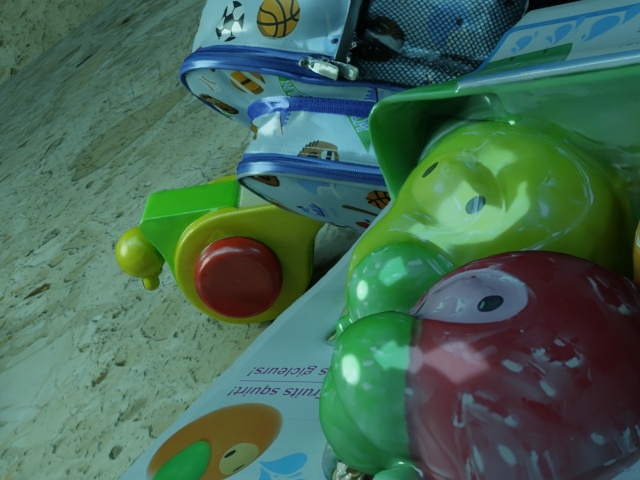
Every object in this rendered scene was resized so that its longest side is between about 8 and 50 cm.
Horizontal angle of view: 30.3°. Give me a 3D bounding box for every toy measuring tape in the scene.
[{"bbox_3d":[0.000,0.000,0.939,0.330,0.121,0.121,-9,31,7],"label":"toy measuring tape"}]

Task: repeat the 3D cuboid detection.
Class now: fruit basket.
[{"bbox_3d":[0.099,0.019,0.434,0.327,0.165,0.353,-4,21,39],"label":"fruit basket"}]

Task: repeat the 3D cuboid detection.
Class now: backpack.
[{"bbox_3d":[0.045,-0.106,0.787,0.263,0.276,0.213,19,80,21],"label":"backpack"}]

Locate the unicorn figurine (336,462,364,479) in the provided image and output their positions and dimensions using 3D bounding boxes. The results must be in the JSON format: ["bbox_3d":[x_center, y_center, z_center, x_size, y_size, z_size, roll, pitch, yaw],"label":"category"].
[{"bbox_3d":[0.067,0.086,0.712,0.162,0.060,0.111,-23,29,28],"label":"unicorn figurine"}]
